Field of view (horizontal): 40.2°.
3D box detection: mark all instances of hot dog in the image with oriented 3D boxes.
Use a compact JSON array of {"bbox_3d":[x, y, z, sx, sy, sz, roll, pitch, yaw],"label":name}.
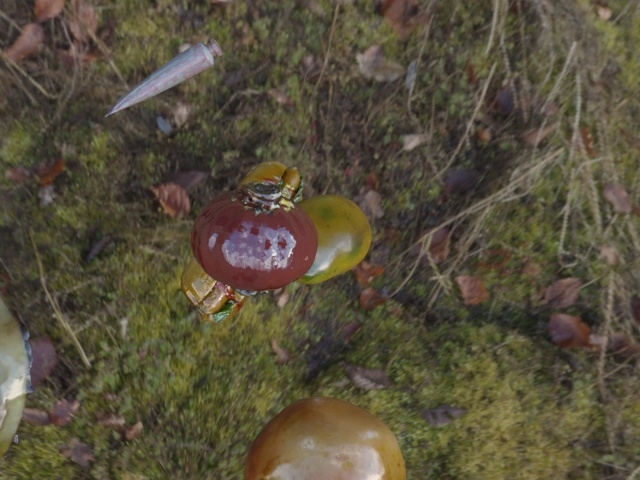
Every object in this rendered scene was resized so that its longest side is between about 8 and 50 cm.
[{"bbox_3d":[-0.088,-0.007,1.130,0.250,0.076,0.104,-56,131,-28],"label":"hot dog"}]

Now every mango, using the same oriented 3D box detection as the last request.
[{"bbox_3d":[-0.003,-0.003,1.075,0.111,0.089,0.163,27,30,29],"label":"mango"}]

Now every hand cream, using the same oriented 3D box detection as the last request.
[{"bbox_3d":[-0.253,-0.258,1.401,0.210,0.067,0.043,-29,113,7],"label":"hand cream"}]

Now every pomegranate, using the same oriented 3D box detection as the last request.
[{"bbox_3d":[0.001,0.298,1.076,0.209,0.209,0.209,2,73,-8],"label":"pomegranate"}]

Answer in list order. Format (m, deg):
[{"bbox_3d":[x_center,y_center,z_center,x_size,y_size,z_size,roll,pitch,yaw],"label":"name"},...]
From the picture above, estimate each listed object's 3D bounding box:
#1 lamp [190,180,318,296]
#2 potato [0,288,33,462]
[{"bbox_3d":[-0.051,-0.001,0.686,0.101,0.101,0.090,3,114,-8],"label":"lamp"},{"bbox_3d":[-0.497,0.152,0.934,0.237,0.288,0.301,8,40,-50],"label":"potato"}]
